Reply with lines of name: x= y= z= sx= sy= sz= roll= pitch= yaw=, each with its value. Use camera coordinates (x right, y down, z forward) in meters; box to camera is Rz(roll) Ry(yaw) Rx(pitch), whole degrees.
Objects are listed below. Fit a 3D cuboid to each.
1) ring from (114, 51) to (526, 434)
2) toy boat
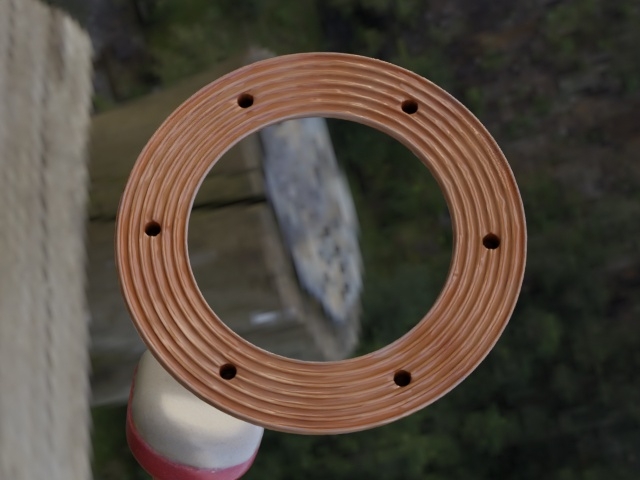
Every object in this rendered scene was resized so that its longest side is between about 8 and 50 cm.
ring: x=0.000 y=0.000 z=1.535 sx=0.032 sy=0.336 sz=0.337 roll=92 pitch=-8 yaw=-68
toy boat: x=-0.146 y=0.218 z=2.072 sx=0.231 sy=0.151 sz=0.151 roll=-92 pitch=-163 yaw=-71
